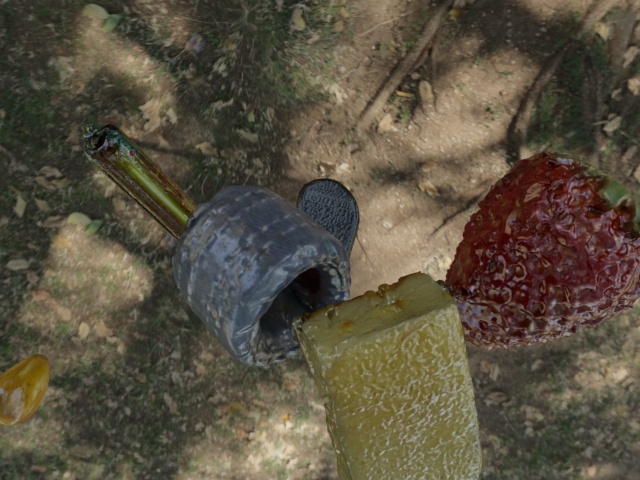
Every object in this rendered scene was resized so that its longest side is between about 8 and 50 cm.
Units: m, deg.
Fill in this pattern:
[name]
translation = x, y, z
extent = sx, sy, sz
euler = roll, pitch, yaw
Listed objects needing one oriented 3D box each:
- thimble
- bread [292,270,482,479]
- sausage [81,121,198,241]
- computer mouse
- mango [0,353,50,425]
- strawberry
[thimble]
translation = -0.073, 0.042, 0.785
extent = 0.236, 0.172, 0.205
euler = 8, 119, -57
[bread]
translation = 0.090, 0.196, 0.724
extent = 0.184, 0.114, 0.275
euler = -19, 113, -9
[sausage]
translation = -0.258, -0.062, 0.985
extent = 0.082, 0.082, 0.371
euler = -34, 128, 6
[computer mouse]
translation = 0.000, 0.000, 1.260
extent = 0.146, 0.088, 0.264
euler = 16, 67, -5
[mango]
translation = -0.334, 0.165, 0.655
extent = 0.046, 0.089, 0.060
euler = 6, 133, 13
[strawberry]
translation = 0.312, 0.033, 0.881
extent = 0.343, 0.292, 0.292
euler = -41, 110, 19
